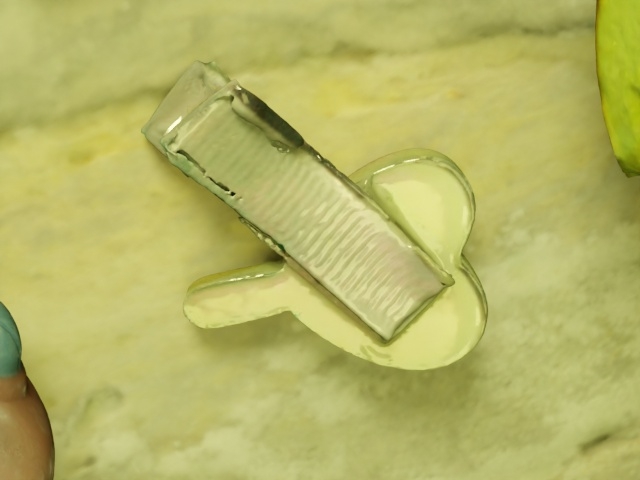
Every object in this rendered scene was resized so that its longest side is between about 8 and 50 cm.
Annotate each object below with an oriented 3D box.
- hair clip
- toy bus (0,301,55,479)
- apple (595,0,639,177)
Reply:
[{"bbox_3d":[-0.002,0.001,0.621,0.218,0.071,0.159,39,105,-25],"label":"hair clip"},{"bbox_3d":[-0.248,0.107,0.528,0.294,0.197,0.231,25,96,-27],"label":"toy bus"},{"bbox_3d":[0.289,-0.101,0.513,0.374,0.374,0.384,14,106,-25],"label":"apple"}]
